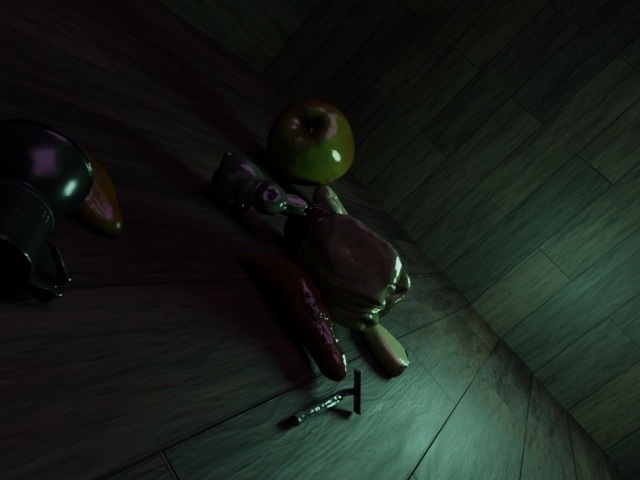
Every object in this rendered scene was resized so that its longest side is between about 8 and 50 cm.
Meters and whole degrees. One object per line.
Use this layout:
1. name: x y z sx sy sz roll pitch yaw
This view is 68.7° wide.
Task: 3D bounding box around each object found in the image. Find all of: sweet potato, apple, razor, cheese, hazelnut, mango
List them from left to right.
1. mango: -0.386 -0.086 0.766 0.188 0.066 0.101 55 18 5
2. sweet potato: -0.041 0.133 0.987 0.106 0.095 0.355 -29 64 -27
3. apple: -0.042 -0.374 1.766 0.338 0.338 0.305 50 4 17
4. hazelnut: 0.004 -0.007 1.292 0.201 0.170 0.160 25 11 20
5. razor: 0.012 0.293 0.840 0.211 0.035 0.084 3 86 -54
6. cheese: 0.140 0.242 1.243 0.255 0.050 0.127 50 18 17

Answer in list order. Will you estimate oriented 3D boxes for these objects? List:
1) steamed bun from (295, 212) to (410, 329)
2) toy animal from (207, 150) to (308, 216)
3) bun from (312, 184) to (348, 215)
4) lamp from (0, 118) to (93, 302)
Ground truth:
1. steamed bun: 0.059 0.097 1.114 0.276 0.203 0.289 39 -17 -2
2. toy animal: -0.152 -0.120 1.191 0.251 0.127 0.125 22 49 0
3. bun: 0.028 -0.117 1.740 0.183 0.102 0.183 52 10 -13
4. lamp: -0.366 -0.019 0.557 0.227 0.147 0.172 -103 168 -47
